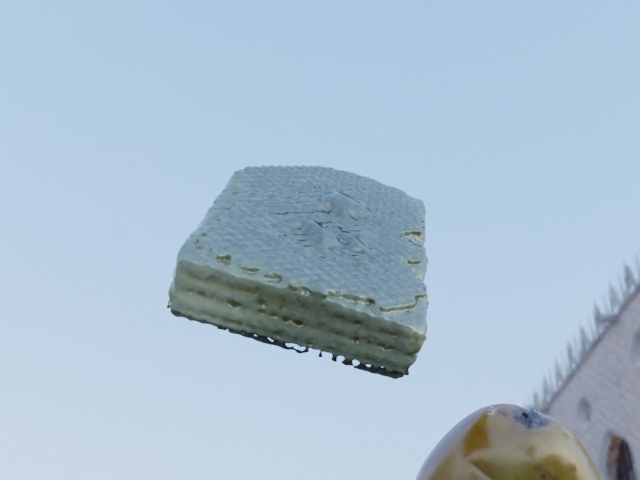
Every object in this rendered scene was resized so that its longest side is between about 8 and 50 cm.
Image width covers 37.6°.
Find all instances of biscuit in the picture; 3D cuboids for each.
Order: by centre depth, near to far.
[{"bbox_3d":[0.000,0.000,0.633,0.150,0.252,0.052,17,-70,1],"label":"biscuit"}]

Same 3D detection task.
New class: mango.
[{"bbox_3d":[0.127,0.227,0.593,0.138,0.253,0.113,-12,4,23],"label":"mango"}]
